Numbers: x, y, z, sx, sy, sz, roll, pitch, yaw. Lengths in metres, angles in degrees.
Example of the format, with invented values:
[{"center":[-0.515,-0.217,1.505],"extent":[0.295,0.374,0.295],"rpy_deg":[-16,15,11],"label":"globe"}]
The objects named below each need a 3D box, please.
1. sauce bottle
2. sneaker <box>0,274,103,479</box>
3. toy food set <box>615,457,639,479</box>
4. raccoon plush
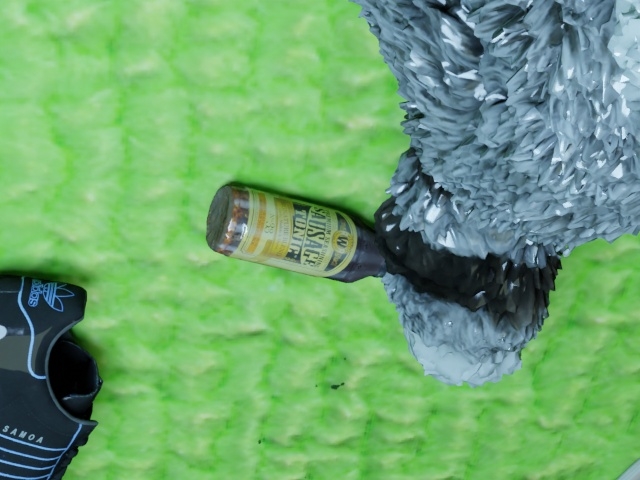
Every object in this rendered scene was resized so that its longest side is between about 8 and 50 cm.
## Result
[{"center":[0.000,0.000,0.867],"extent":[0.128,0.042,0.042],"rpy_deg":[11,130,-23],"label":"sauce bottle"},{"center":[-0.173,0.116,0.913],"extent":[0.090,0.081,0.232],"rpy_deg":[-1,132,-1],"label":"sneaker"},{"center":[0.344,0.190,1.080],"extent":[0.219,0.092,0.306],"rpy_deg":[21,126,-28],"label":"toy food set"},{"center":[0.172,-0.021,0.679],"extent":[0.216,0.299,0.446],"rpy_deg":[-23,139,-12],"label":"raccoon plush"}]
